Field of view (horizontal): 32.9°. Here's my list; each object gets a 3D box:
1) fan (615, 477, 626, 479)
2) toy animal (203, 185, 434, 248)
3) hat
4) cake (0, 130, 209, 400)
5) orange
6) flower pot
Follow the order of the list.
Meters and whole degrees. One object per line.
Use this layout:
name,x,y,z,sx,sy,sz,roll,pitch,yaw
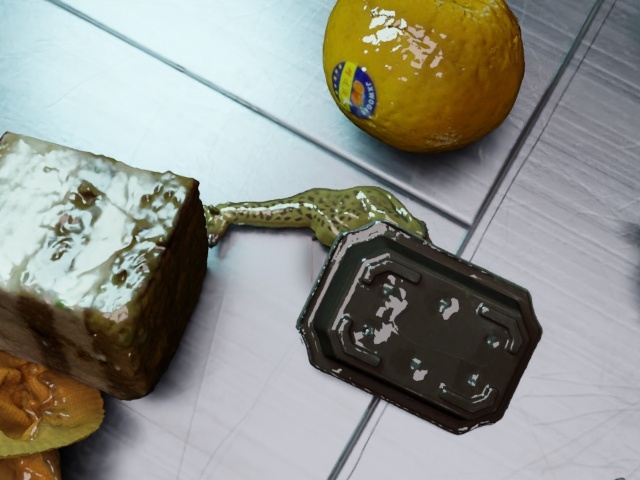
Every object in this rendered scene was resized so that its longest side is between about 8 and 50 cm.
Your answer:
fan,0.421,0.400,1.128,0.294,0.012,0.223,18,82,7
toy animal,0.004,-0.009,1.213,0.275,0.054,0.149,27,87,6
hat,-0.361,0.262,1.152,0.233,0.244,0.233,10,110,-8
cake,-0.278,0.018,1.137,0.293,0.196,0.199,18,64,8
orange,0.109,-0.194,1.166,0.219,0.193,0.219,0,51,1
flower pot,0.110,0.096,1.138,0.251,0.084,0.179,26,91,-5
